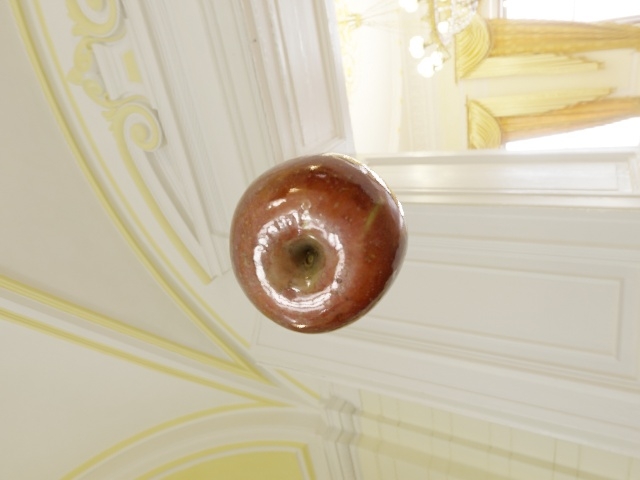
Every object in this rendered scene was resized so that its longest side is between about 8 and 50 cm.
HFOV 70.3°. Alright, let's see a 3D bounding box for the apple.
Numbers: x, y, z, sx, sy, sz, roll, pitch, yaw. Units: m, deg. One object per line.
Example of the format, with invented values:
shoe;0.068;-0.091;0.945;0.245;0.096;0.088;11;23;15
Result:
apple;0.000;0.000;0.522;0.162;0.202;0.200;-50;-41;-74
